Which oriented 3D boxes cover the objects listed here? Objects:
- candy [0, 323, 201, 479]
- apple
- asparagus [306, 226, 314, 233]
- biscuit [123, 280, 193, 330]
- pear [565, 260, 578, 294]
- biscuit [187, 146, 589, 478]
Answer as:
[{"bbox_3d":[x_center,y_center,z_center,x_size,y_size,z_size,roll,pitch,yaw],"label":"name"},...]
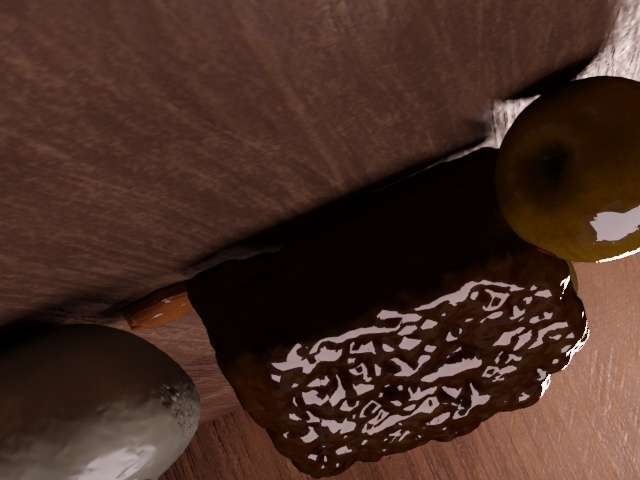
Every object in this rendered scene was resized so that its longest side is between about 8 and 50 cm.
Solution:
[{"bbox_3d":[-0.261,0.180,1.169,0.295,0.185,0.295,-13,-177,1],"label":"candy"},{"bbox_3d":[0.251,-0.065,1.042,0.155,0.182,0.182,7,153,-39],"label":"apple"},{"bbox_3d":[0.000,0.000,1.283,0.016,0.013,0.166,-34,170,0],"label":"asparagus"},{"bbox_3d":[-0.173,0.074,1.270,0.102,0.019,0.130,-21,169,-16],"label":"biscuit"},{"bbox_3d":[0.213,0.026,1.476,0.267,0.267,0.178,-22,138,-6],"label":"pear"},{"bbox_3d":[0.090,0.102,1.248,0.395,0.166,0.343,-25,139,4],"label":"biscuit"}]
